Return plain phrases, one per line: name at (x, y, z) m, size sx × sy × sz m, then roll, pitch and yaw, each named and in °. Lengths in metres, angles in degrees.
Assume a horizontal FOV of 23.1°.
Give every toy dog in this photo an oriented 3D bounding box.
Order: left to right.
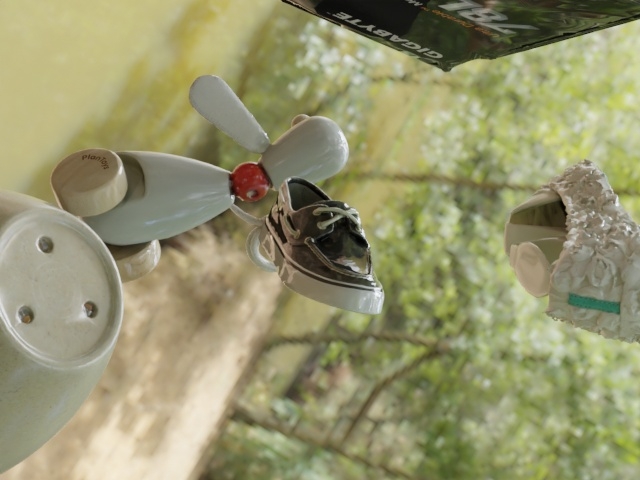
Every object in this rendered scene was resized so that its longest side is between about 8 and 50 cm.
toy dog at (-0.151, -0.081, 1.799) m, size 0.161 × 0.333 × 0.220 m, roll -113°, pitch -153°, yaw -43°

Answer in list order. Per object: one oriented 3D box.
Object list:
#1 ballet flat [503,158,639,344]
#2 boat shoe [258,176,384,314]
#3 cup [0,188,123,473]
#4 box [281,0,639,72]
ballet flat at (0.261, 0.001, 1.652) m, size 0.147 × 0.147 × 0.409 m, roll -60°, pitch -173°, yaw 10°
boat shoe at (0.000, 0.000, 1.346) m, size 0.219 × 0.077 × 0.070 m, roll 44°, pitch -59°, yaw 62°
cup at (-0.341, 0.079, 1.627) m, size 0.237 × 0.331 × 0.331 m, roll -19°, pitch -158°, yaw 41°
box at (0.057, -0.205, 0.972) m, size 0.293 × 0.295 × 0.073 m, roll -11°, pitch -116°, yaw 56°
